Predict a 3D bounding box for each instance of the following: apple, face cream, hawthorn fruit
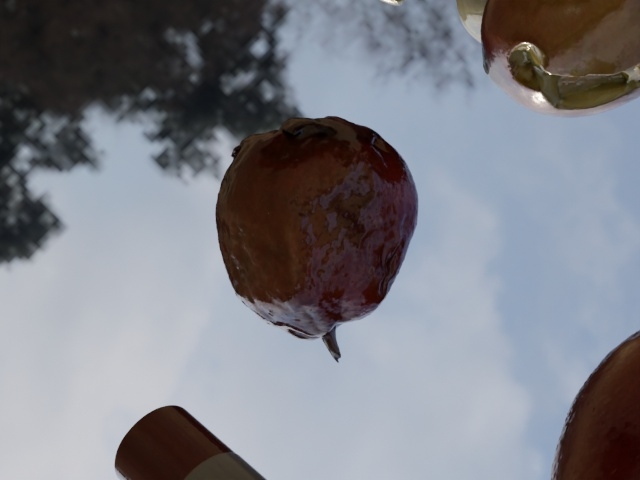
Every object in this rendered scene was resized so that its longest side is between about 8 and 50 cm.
[{"bbox_3d":[0.225,-0.197,1.494,0.199,0.199,0.199,-39,-161,16],"label":"apple"},{"bbox_3d":[-0.091,0.248,1.620,0.096,0.096,0.214,-47,-124,-9],"label":"face cream"},{"bbox_3d":[-0.004,-0.014,1.430,0.173,0.173,0.179,-22,-141,49],"label":"hawthorn fruit"}]

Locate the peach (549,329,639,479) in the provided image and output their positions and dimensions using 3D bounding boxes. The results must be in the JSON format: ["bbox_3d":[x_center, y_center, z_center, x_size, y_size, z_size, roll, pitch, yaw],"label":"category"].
[{"bbox_3d":[0.320,0.210,1.450,0.281,0.281,0.338,-36,-168,25],"label":"peach"}]

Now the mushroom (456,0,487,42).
[{"bbox_3d":[0.224,-0.300,1.710,0.246,0.202,0.246,-38,-159,18],"label":"mushroom"}]

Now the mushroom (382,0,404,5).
[{"bbox_3d":[-0.055,-0.286,1.391,0.081,0.312,0.100,-55,-171,33],"label":"mushroom"}]
